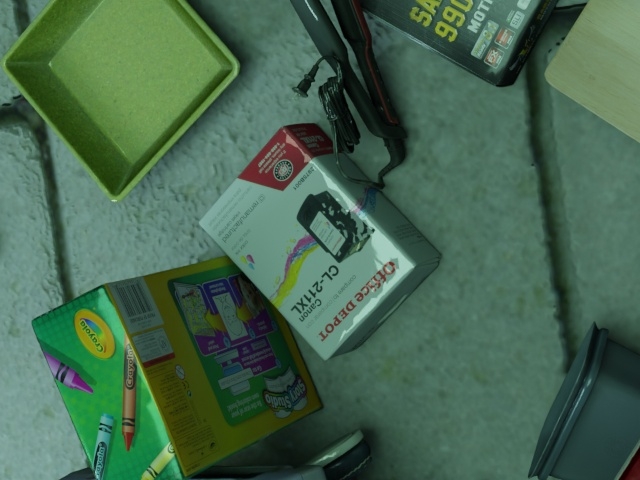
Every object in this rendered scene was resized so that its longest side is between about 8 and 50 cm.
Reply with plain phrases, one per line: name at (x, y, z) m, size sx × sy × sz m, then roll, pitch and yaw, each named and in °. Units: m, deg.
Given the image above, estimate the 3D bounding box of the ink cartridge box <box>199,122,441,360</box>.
ink cartridge box at (0.000, 0.000, 1.303) m, size 0.175 × 0.072 × 0.127 m, roll 47°, pitch 110°, yaw 12°

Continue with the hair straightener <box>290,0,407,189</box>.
hair straightener at (0.009, -0.138, 1.252) m, size 0.047 × 0.089 × 0.230 m, roll 27°, pitch 143°, yaw 56°

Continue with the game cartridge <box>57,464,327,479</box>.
game cartridge at (-0.101, 0.313, 1.286) m, size 0.355 × 0.068 × 0.230 m, roll -11°, pitch 91°, yaw 48°

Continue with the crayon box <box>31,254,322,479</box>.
crayon box at (-0.113, 0.109, 1.249) m, size 0.081 × 0.278 × 0.165 m, roll -25°, pitch 85°, yaw 23°

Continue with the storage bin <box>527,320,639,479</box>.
storage bin at (0.241, 0.146, 1.207) m, size 0.091 × 0.098 × 0.135 m, roll 23°, pitch 125°, yaw 5°

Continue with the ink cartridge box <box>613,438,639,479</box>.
ink cartridge box at (0.298, 0.141, 1.000) m, size 0.130 × 0.272 × 0.309 m, roll 32°, pitch 85°, yaw 18°

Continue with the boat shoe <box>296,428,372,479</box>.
boat shoe at (-0.033, 0.269, 1.333) m, size 0.254 × 0.095 × 0.079 m, roll -44°, pitch 77°, yaw 22°

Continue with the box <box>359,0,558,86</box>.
box at (0.133, -0.273, 1.227) m, size 0.183 × 0.056 × 0.231 m, roll 33°, pitch 107°, yaw 16°

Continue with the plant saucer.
plant saucer at (-0.182, -0.165, 1.377) m, size 0.188 × 0.045 × 0.188 m, roll -45°, pitch 78°, yaw 21°

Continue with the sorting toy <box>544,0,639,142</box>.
sorting toy at (0.354, -0.166, 1.128) m, size 0.257 × 0.089 × 0.255 m, roll 36°, pitch 108°, yaw 15°
